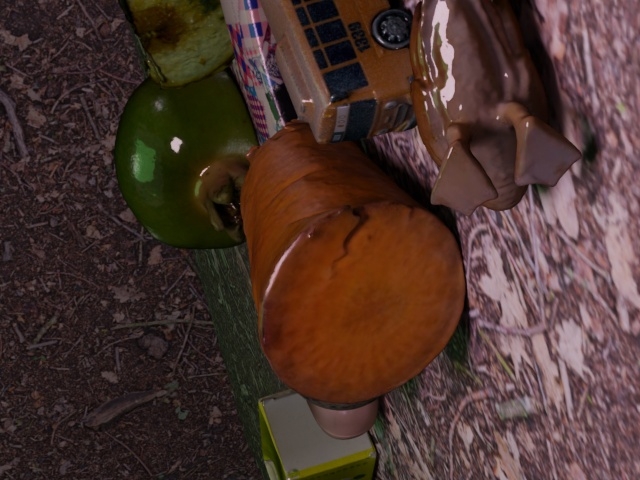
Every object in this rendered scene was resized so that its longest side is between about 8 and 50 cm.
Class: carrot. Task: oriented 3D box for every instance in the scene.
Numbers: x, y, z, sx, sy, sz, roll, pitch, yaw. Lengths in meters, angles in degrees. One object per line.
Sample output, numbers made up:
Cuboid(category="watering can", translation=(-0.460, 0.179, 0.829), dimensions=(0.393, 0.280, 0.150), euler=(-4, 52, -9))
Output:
Cuboid(category="carrot", translation=(0.000, 0.000, 1.071), dimensions=(0.254, 0.196, 0.196), euler=(-125, 19, -57))

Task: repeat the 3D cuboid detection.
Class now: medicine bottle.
Cuboid(category="medicine bottle", translation=(-0.006, 0.322, 1.772), dimensions=(0.250, 0.137, 0.141), euler=(92, 157, -59))

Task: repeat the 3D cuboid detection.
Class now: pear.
Cuboid(category="pear", translation=(-0.193, -0.365, 1.532), dimensions=(0.238, 0.164, 0.255), euler=(69, -179, -54))

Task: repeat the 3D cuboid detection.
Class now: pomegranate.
Cuboid(category="pomegranate", translation=(-0.204, -0.105, 1.847), dimensions=(0.358, 0.216, 0.309), euler=(-125, 23, -54))

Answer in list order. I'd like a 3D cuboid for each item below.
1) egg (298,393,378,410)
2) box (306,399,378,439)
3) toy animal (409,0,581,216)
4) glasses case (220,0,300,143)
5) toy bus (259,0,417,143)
Cuboid(category="egg", translation=(0.023, 0.100, 1.246), dimensions=(0.181, 0.141, 0.141), euler=(100, 151, -52))
Cuboid(category="box", translation=(0.012, 0.161, 1.542), dimensions=(0.146, 0.088, 0.200), euler=(89, 161, -54))
Cuboid(category="toy animal", translation=(0.092, -0.103, 0.729), dimensions=(0.179, 0.089, 0.188), euler=(-97, -10, -59))
Cuboid(category="glasses case", translation=(-0.051, -0.201, 1.280), dimensions=(0.125, 0.076, 0.327), euler=(-143, 37, -74))
Cuboid(category="toy bus", translation=(0.011, -0.169, 0.944), dimensions=(0.091, 0.103, 0.182), euler=(105, 144, -72))
